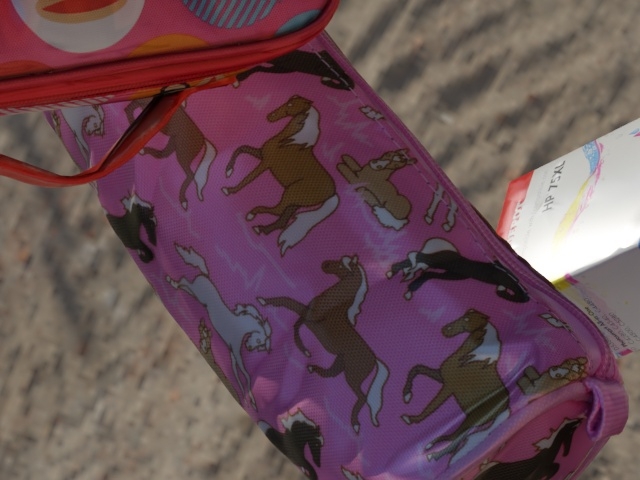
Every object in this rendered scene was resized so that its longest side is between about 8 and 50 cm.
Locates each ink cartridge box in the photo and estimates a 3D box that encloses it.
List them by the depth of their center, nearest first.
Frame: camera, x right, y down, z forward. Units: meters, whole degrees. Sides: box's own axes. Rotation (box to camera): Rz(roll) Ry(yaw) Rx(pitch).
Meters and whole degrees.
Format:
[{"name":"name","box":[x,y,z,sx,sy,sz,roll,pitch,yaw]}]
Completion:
[{"name":"ink cartridge box","box":[0.183,0.005,1.247,0.231,0.078,0.134,-28,30,39]}]

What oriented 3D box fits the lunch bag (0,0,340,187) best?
[{"name":"lunch bag","box":[-0.141,-0.149,0.855,0.120,0.293,0.258,-4,97,65]}]

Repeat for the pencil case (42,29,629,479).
[{"name":"pencil case","box":[0.000,0.000,1.042,0.386,0.160,0.167,52,147,27]}]
